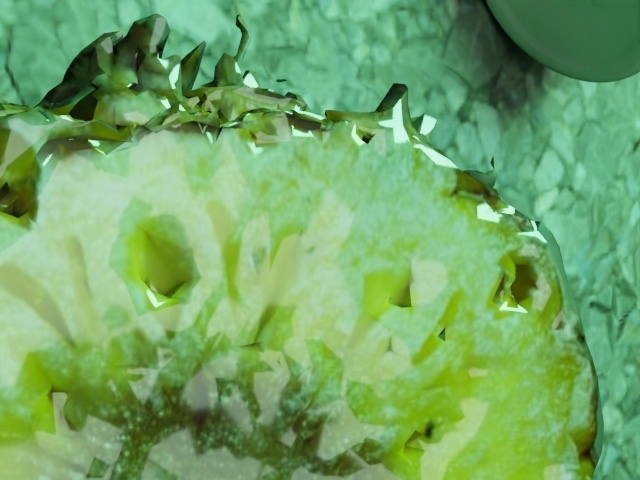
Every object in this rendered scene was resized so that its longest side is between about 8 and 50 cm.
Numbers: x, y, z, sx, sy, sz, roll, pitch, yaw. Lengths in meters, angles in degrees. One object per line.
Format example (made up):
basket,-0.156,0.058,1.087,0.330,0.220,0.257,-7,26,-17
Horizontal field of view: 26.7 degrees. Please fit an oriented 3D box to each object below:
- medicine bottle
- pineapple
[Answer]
medicine bottle,0.243,-0.242,0.837,0.341,0.130,0.130,-44,117,-29
pineapple,-0.097,0.092,0.472,0.352,0.300,0.352,-2,94,-39
